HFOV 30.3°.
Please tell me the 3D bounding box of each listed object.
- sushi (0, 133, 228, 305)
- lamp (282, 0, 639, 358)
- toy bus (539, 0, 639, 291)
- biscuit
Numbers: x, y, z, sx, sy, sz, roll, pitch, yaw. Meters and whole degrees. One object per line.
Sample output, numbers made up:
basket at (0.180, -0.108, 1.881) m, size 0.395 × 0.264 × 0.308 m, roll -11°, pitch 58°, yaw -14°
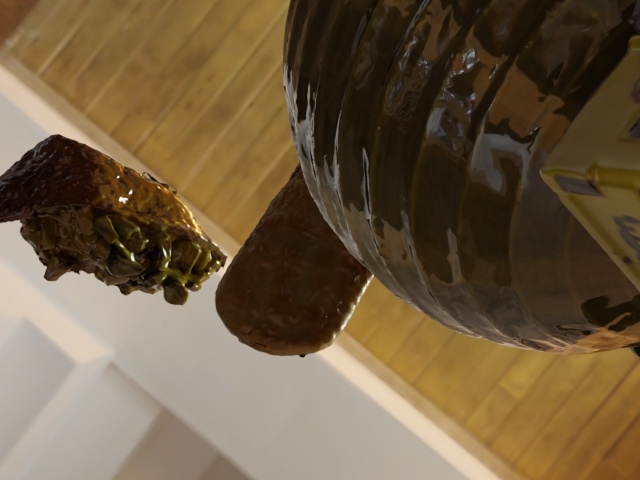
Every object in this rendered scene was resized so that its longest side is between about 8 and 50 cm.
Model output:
sushi at (-0.247, -0.008, 1.368) m, size 0.166 × 0.296 × 0.179 m, roll -21°, pitch -129°, yaw 34°
lamp at (0.094, -0.085, 0.503) m, size 0.250 × 0.284 × 0.250 m, roll -17°, pitch 128°, yaw -22°
toy bus at (0.159, -0.081, 0.340) m, size 0.226 × 0.081 × 0.074 m, roll -48°, pitch -158°, yaw -11°
biscuit at (0.000, 0.000, 1.051) m, size 0.247 × 0.118 × 0.029 m, roll -59°, pitch 170°, yaw -31°
